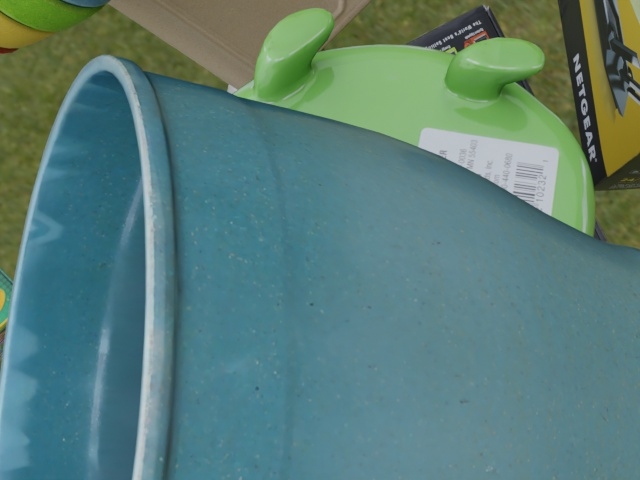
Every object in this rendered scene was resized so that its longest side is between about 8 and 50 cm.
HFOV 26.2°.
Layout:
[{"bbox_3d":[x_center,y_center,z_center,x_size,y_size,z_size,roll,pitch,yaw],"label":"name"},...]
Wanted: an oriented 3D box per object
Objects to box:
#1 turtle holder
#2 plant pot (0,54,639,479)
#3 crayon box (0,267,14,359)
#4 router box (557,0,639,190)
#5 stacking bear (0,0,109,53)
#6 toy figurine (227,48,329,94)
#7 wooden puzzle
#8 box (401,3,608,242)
[{"bbox_3d":[0.012,0.014,0.896,0.320,0.227,0.243,-17,62,-7],"label":"turtle holder"},{"bbox_3d":[0.014,0.077,0.573,0.272,0.255,0.271,-173,90,-68],"label":"plant pot"},{"bbox_3d":[-0.473,0.156,1.651,0.081,0.165,0.278,44,71,4],"label":"crayon box"},{"bbox_3d":[0.247,-0.215,0.977,0.243,0.081,0.308,126,139,-71],"label":"router box"},{"bbox_3d":[-0.224,-0.199,0.966,0.289,0.164,0.175,-33,37,24],"label":"stacking bear"},{"bbox_3d":[-0.005,-0.111,1.586,0.209,0.148,0.213,-17,79,63],"label":"toy figurine"},{"bbox_3d":[-0.047,-0.242,1.138,0.239,0.221,0.044,-39,45,22],"label":"wooden puzzle"},{"bbox_3d":[0.084,-0.026,1.422,0.097,0.395,0.318,-16,101,60],"label":"box"}]
